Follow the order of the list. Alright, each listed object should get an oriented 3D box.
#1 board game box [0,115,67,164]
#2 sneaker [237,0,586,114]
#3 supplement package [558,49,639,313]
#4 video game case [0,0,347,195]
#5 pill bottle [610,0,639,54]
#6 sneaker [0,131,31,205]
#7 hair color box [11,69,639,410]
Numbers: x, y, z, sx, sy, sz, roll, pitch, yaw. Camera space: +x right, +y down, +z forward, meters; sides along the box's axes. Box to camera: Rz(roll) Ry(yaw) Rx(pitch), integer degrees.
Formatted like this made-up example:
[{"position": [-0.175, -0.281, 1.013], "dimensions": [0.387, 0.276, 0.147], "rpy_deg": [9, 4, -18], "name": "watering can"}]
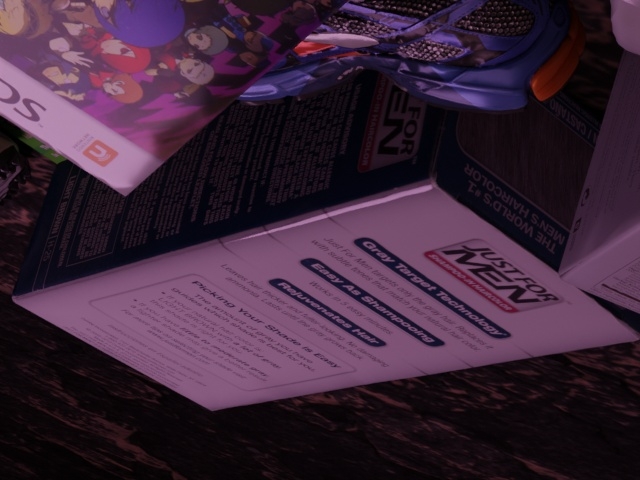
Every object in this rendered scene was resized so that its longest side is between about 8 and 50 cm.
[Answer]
[{"position": [-0.128, -0.066, 1.025], "dimensions": [0.124, 0.039, 0.259], "rpy_deg": [-4, 152, 45], "name": "board game box"}, {"position": [0.008, -0.117, 0.738], "dimensions": [0.221, 0.083, 0.087], "rpy_deg": [3, 141, 24], "name": "sneaker"}, {"position": [0.213, -0.049, 0.622], "dimensions": [0.139, 0.134, 0.244], "rpy_deg": [22, 160, -8], "name": "supplement package"}, {"position": [-0.094, -0.139, 0.654], "dimensions": [0.210, 0.042, 0.232], "rpy_deg": [34, 131, -24], "name": "video game case"}, {"position": [0.263, -0.091, 0.371], "dimensions": [0.361, 0.204, 0.204], "rpy_deg": [13, 159, 15], "name": "pill bottle"}, {"position": [-0.257, -0.060, 1.104], "dimensions": [0.106, 0.078, 0.234], "rpy_deg": [43, 170, -4], "name": "sneaker"}, {"position": [0.000, 0.000, 0.923], "dimensions": [0.347, 0.105, 0.174], "rpy_deg": [-14, 143, 44], "name": "hair color box"}]
